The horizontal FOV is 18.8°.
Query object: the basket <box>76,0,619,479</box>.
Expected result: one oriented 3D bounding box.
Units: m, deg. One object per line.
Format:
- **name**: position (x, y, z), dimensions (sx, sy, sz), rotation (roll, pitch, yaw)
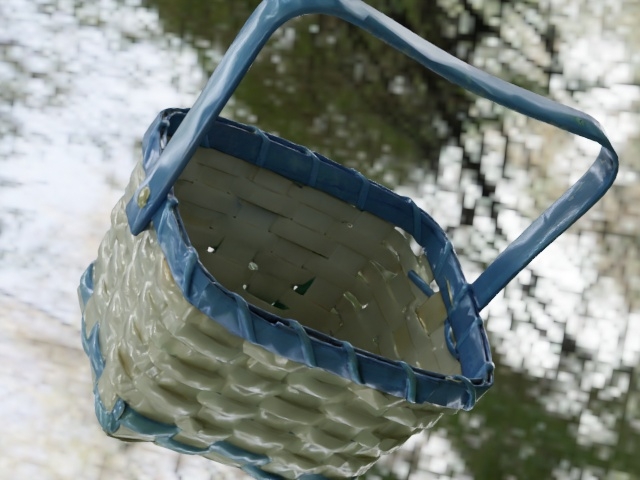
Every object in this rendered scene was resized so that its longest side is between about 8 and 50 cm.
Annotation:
- **basket**: position (0.000, 0.000, 1.126), dimensions (0.255, 0.289, 0.201), rotation (25, -146, -32)
